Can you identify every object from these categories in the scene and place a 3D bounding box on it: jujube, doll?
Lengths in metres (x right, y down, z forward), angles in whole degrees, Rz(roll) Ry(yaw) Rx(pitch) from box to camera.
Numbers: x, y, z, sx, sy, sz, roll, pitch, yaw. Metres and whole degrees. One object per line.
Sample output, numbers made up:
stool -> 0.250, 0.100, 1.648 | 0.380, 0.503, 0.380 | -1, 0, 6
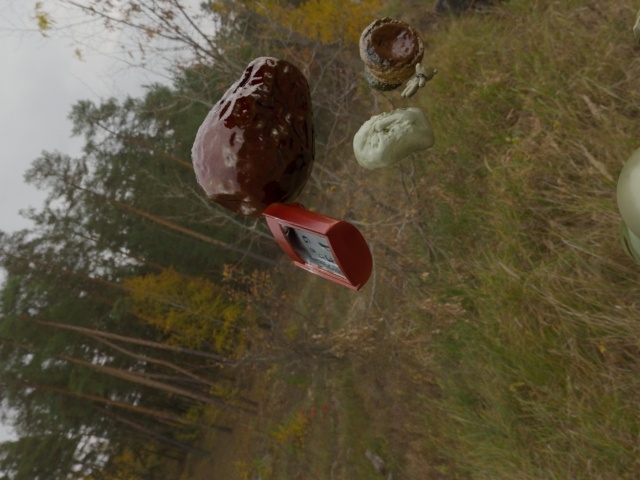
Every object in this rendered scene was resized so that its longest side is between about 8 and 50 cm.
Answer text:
jujube -> -0.095, -0.166, 0.720 | 0.190, 0.190, 0.255 | 157, 128, -78
doll -> 0.237, -0.378, 1.072 | 0.093, 0.051, 0.061 | -65, 29, 6

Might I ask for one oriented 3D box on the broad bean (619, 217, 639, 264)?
broad bean -> 0.770, -0.054, 0.987 | 0.121, 0.189, 0.263 | -79, 5, -73

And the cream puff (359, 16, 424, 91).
cream puff -> 0.188, -0.513, 1.287 | 0.169, 0.183, 0.183 | 113, 175, -72

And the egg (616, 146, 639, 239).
egg -> 0.524, -0.064, 0.611 | 0.186, 0.241, 0.186 | -22, 65, 58

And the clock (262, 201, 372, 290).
clock -> 0.000, 0.000, 0.640 | 0.061, 0.113, 0.155 | -44, 37, -20

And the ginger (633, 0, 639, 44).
ginger -> 0.608, -0.429, 0.801 | 0.123, 0.193, 0.115 | 54, 163, 31

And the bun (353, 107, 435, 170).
bun -> 0.198, -0.291, 1.243 | 0.229, 0.145, 0.229 | -24, 21, 10
